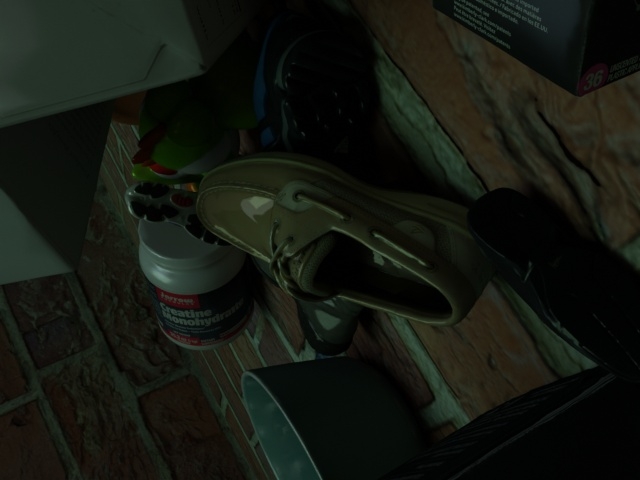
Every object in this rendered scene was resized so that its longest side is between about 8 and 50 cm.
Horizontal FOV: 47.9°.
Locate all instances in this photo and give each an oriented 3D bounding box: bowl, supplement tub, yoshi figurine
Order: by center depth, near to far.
[{"bbox_3d":[-0.129,-0.157,0.940,0.362,0.203,0.203,160,125,-84],"label":"yoshi figurine"},{"bbox_3d":[0.033,0.284,0.982,0.311,0.163,0.311,51,155,35],"label":"bowl"},{"bbox_3d":[-0.225,0.058,1.324,0.191,0.191,0.272,51,156,34],"label":"supplement tub"}]

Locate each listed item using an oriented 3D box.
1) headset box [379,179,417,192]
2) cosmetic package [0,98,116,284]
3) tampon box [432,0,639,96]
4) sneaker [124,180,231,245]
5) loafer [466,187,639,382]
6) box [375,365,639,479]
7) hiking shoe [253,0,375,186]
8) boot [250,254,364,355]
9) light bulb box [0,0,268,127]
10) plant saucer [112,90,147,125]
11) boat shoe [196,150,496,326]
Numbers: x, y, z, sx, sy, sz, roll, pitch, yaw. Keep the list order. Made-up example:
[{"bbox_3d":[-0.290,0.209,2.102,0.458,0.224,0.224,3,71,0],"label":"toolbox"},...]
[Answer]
[{"bbox_3d":[0.084,-0.008,0.702,0.062,0.032,0.083,40,147,49],"label":"headset box"},{"bbox_3d":[-0.345,-0.197,0.776,0.230,0.161,0.453,66,-163,-49],"label":"cosmetic package"},{"bbox_3d":[0.124,-0.165,0.287,0.101,0.120,0.161,49,155,39],"label":"tampon box"},{"bbox_3d":[-0.180,-0.045,0.977,0.068,0.170,0.071,-68,20,4],"label":"sneaker"},{"bbox_3d":[0.173,0.033,0.507,0.170,0.062,0.061,55,180,34],"label":"loafer"},{"bbox_3d":[0.109,0.418,0.494,0.480,0.472,0.297,60,160,15],"label":"box"},{"bbox_3d":[-0.010,-0.095,0.759,0.132,0.113,0.304,-120,26,-45],"label":"hiking shoe"},{"bbox_3d":[-0.009,0.014,0.932,0.246,0.083,0.161,54,145,28],"label":"boot"},{"bbox_3d":[-0.206,-0.316,0.573,0.361,0.225,0.358,-82,-21,-64],"label":"light bulb box"},{"bbox_3d":[-0.268,-0.238,1.072,0.200,0.200,0.037,96,162,-55],"label":"plant saucer"},{"bbox_3d":[0.000,0.000,0.639,0.302,0.098,0.109,16,133,26],"label":"boat shoe"}]
